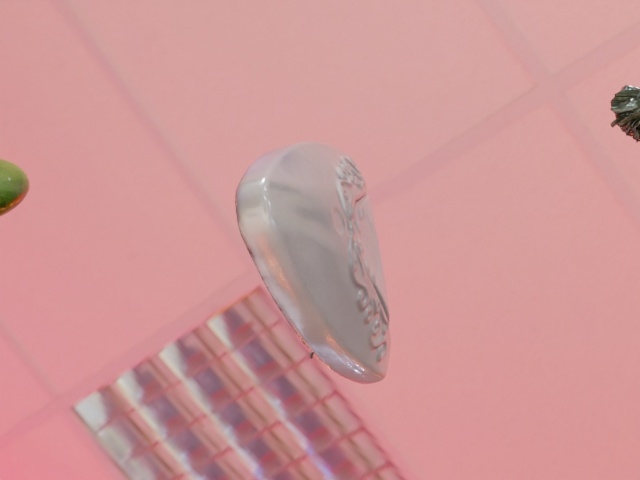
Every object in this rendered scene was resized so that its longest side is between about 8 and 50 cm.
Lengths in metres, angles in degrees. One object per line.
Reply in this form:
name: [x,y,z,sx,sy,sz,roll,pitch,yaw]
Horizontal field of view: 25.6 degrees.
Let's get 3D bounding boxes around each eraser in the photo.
eraser: [0.001,0.000,1.115,0.059,0.243,0.204,-13,-106,17]

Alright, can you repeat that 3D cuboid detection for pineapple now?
pineapple: [0.330,-0.125,1.225,0.159,0.074,0.074,-18,-75,33]

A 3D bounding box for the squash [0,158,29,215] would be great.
squash: [-0.437,-0.042,1.524,0.082,0.292,0.082,11,-71,34]
